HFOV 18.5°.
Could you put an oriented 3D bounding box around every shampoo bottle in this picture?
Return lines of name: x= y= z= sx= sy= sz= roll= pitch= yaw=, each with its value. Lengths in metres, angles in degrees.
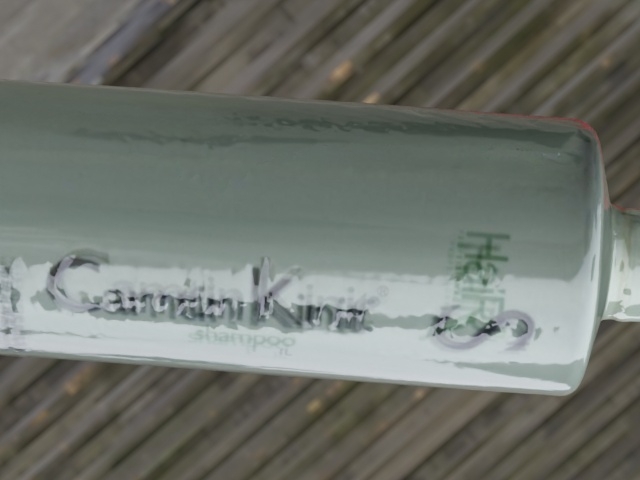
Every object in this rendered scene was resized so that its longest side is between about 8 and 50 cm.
shampoo bottle: x=0.000 y=0.000 z=0.588 sx=0.085 sy=0.262 sz=0.085 roll=4 pitch=90 yaw=-88
